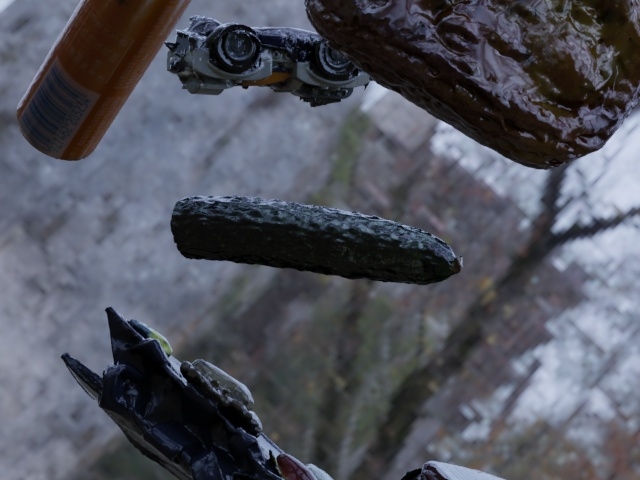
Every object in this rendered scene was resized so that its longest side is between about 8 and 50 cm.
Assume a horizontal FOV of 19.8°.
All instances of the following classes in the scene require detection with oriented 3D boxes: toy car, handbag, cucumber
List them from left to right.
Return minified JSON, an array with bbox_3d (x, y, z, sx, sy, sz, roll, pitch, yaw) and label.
[{"bbox_3d":[-0.100,0.222,1.919,0.303,0.122,0.329,38,-9,25],"label":"handbag"},{"bbox_3d":[-0.065,-0.256,2.641,0.193,0.301,0.118,-169,-95,-67],"label":"toy car"},{"bbox_3d":[0.000,0.000,1.659,0.293,0.067,0.067,7,-39,28],"label":"cucumber"}]

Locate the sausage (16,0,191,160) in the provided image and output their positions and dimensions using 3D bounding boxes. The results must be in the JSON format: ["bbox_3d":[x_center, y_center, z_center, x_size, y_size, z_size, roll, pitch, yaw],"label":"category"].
[{"bbox_3d":[-0.195,-0.208,1.777,0.093,0.093,0.312,44,-49,6],"label":"sausage"}]

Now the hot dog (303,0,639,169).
[{"bbox_3d":[0.163,-0.243,1.931,0.387,0.267,0.174,34,-20,13],"label":"hot dog"}]

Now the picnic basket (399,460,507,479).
[{"bbox_3d":[0.134,0.318,1.771,0.297,0.222,0.129,24,24,-55],"label":"picnic basket"}]
